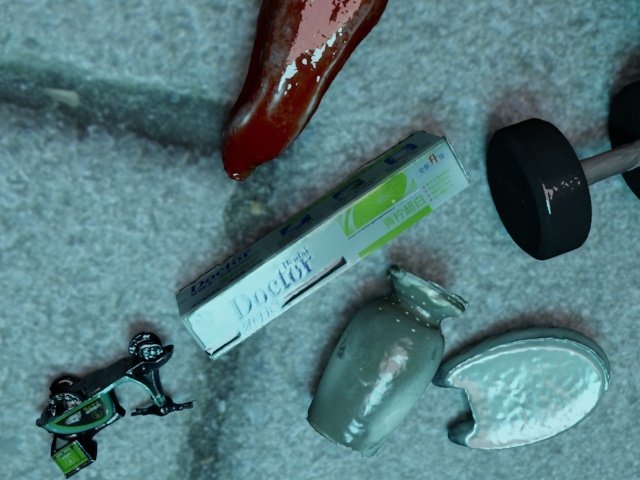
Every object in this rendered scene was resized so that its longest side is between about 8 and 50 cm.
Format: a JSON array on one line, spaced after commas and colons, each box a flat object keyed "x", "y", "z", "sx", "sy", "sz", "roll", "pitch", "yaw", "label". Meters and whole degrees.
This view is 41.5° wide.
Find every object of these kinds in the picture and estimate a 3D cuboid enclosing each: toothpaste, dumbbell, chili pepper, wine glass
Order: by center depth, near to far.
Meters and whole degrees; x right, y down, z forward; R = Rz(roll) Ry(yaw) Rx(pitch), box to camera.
[{"x": -0.028, "y": -0.169, "z": 0.854, "sx": 0.136, "sy": 0.144, "sz": 0.253, "roll": 15, "pitch": 105, "yaw": -50, "label": "chili pepper"}, {"x": 0.000, "y": 0.000, "z": 0.917, "sx": 0.336, "sy": 0.081, "sz": 0.067, "roll": -35, "pitch": 108, "yaw": -4, "label": "toothpaste"}, {"x": 0.308, "y": -0.082, "z": 0.928, "sx": 0.218, "sy": 0.152, "sz": 0.153, "roll": -19, "pitch": 102, "yaw": -7, "label": "dumbbell"}, {"x": 0.072, "y": 0.132, "z": 0.936, "sx": 0.111, "sy": 0.111, "sz": 0.205, "roll": 30, "pitch": 91, "yaw": -14, "label": "wine glass"}]

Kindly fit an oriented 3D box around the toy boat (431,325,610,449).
[{"x": 0.239, "y": 0.170, "z": 1.007, "sx": 0.207, "sy": 0.079, "sz": 0.134, "roll": -19, "pitch": 95, "yaw": 3, "label": "toy boat"}]

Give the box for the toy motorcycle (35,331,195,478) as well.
[{"x": -0.224, "y": 0.173, "z": 0.915, "sx": 0.173, "sy": 0.058, "sz": 0.100, "roll": -32, "pitch": 111, "yaw": -3, "label": "toy motorcycle"}]
